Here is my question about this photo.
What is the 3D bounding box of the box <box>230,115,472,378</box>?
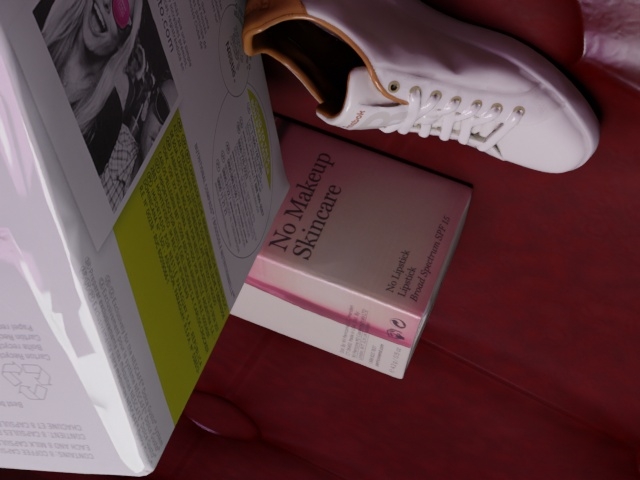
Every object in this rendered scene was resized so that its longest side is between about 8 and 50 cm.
[{"bbox_3d":[0.000,0.000,1.064,0.232,0.149,0.127,20,149,7],"label":"box"}]

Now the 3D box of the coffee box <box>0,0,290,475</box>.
[{"bbox_3d":[-0.247,-0.082,0.814,0.337,0.334,0.338,1,128,18],"label":"coffee box"}]

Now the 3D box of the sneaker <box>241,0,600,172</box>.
[{"bbox_3d":[0.069,-0.106,0.876,0.290,0.123,0.106,28,148,-7],"label":"sneaker"}]
